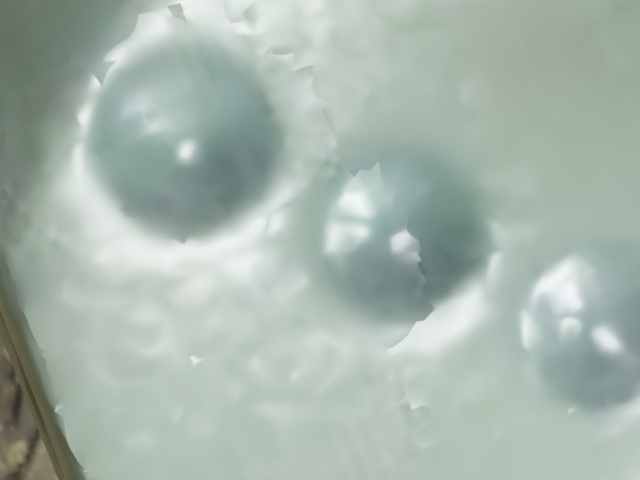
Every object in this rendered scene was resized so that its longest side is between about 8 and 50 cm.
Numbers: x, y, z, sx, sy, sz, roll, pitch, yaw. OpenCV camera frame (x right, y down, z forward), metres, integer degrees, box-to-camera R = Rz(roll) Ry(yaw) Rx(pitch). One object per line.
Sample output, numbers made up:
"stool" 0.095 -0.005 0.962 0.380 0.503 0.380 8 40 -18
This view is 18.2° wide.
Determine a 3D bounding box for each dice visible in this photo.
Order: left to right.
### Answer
"dice" 0.000 0.000 0.798 0.262 0.264 0.268 -21 94 -10
